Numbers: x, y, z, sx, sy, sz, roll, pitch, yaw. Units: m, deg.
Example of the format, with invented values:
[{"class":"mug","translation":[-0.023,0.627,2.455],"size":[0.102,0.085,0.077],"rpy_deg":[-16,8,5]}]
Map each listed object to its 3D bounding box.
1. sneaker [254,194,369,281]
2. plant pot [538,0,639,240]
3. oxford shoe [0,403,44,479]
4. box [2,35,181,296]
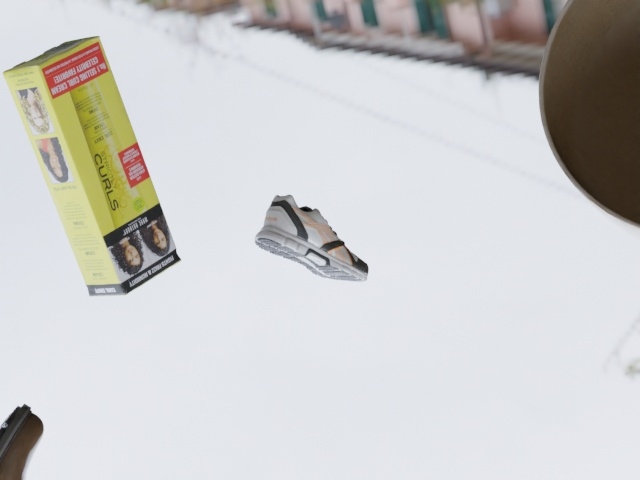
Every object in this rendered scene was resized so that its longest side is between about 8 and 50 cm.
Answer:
[{"class":"sneaker","translation":[0.000,0.000,1.303],"size":[0.040,0.044,0.109],"rpy_deg":[0,159,42]},{"class":"plant pot","translation":[0.335,-0.093,1.400],"size":[0.284,0.191,0.284],"rpy_deg":[-10,-118,21]},{"class":"oxford shoe","translation":[-0.268,0.253,1.534],"size":[0.096,0.227,0.083],"rpy_deg":[16,-176,-3]},{"class":"box","translation":[-0.212,-0.068,1.675],"size":[0.058,0.232,0.087],"rpy_deg":[-4,-160,44]}]
